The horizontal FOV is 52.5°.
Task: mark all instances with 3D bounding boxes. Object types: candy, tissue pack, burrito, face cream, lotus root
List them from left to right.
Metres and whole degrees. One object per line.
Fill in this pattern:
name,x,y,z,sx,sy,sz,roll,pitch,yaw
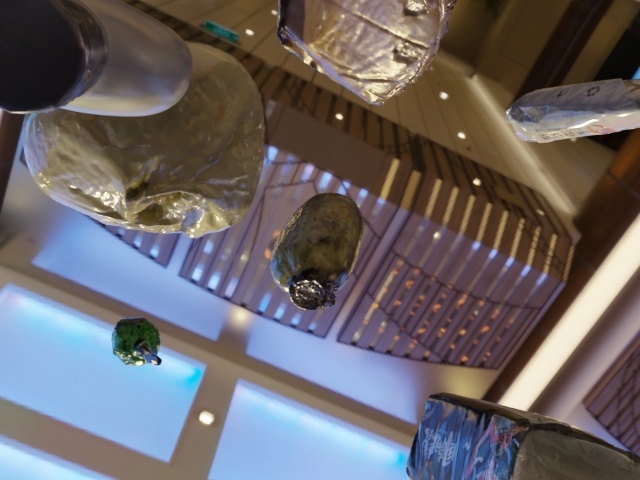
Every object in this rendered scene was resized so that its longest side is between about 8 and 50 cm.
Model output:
face cream,-0.148,-0.121,0.404,0.143,0.071,0.291,14,-167,-16
candy,-0.301,0.185,1.102,0.097,0.097,0.323,18,172,-20
lotus root,0.000,0.000,1.297,0.173,0.173,0.309,25,-142,-5
tissue pack,0.134,0.162,0.436,0.103,0.090,0.170,24,168,-6
burrito,0.271,-0.131,0.654,0.064,0.064,0.203,12,178,-30

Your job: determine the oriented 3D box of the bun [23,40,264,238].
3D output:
bun,-0.238,-0.128,0.964,0.361,0.361,0.213,7,-139,-37

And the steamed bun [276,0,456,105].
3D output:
steamed bun,0.084,-0.370,0.929,0.251,0.301,0.199,33,-123,-4
